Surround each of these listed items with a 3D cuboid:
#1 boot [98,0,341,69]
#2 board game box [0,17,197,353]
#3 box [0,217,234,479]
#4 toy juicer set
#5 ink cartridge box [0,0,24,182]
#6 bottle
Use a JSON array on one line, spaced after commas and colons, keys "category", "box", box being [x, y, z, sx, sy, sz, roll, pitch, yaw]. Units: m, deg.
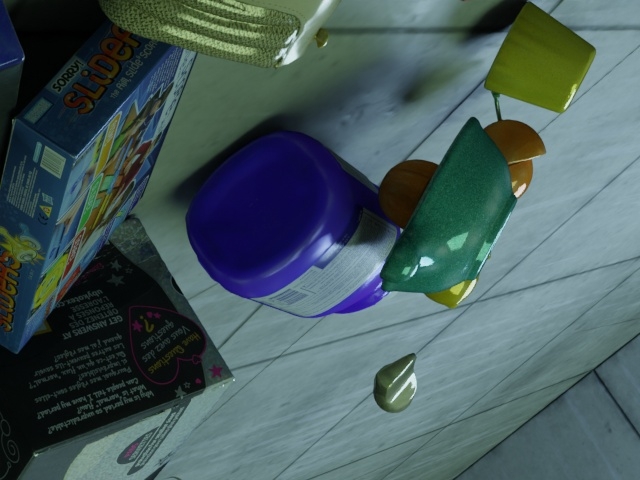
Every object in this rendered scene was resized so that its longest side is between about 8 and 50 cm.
[{"category": "boot", "box": [0.037, -0.175, 0.668, 0.262, 0.095, 0.203, -15, 154, -38]}, {"category": "board game box", "box": [-0.121, -0.040, 0.759, 0.136, 0.035, 0.201, -56, 178, -36]}, {"category": "box", "box": [-0.194, 0.122, 0.985, 0.163, 0.142, 0.247, -17, 157, -40]}, {"category": "toy juicer set", "box": [0.076, -0.002, 1.024, 0.329, 0.089, 0.209, -58, 172, -29]}, {"category": "ink cartridge box", "box": [-0.230, -0.027, 0.661, 0.165, 0.065, 0.333, -23, 159, -27]}, {"category": "bottle", "box": [0.000, 0.000, 1.074, 0.118, 0.092, 0.283, -42, 162, 8]}]
